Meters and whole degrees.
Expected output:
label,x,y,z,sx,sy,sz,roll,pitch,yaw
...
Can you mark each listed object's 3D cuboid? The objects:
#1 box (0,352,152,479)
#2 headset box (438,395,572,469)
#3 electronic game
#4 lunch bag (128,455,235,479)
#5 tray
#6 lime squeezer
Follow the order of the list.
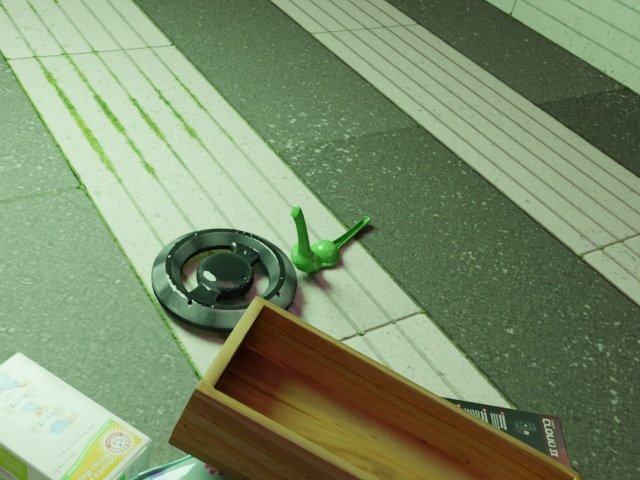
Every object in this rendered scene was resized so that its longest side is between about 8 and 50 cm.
label,x,y,z,sx,sy,sz,roll,pitch,yaw
box,-0.305,0.240,0.834,0.203,0.114,0.103,27,39,16
headset box,0.183,0.312,0.895,0.293,0.110,0.218,10,38,-4
electronic game,-0.151,0.058,1.163,0.229,0.048,0.229,7,40,-6
lunch bag,-0.144,0.322,0.702,0.279,0.224,0.108,-17,42,-26
tray,0.076,0.219,0.723,0.411,0.076,0.203,28,22,0
lime squeezer,0.000,0.000,1.247,0.059,0.109,0.310,12,4,25
